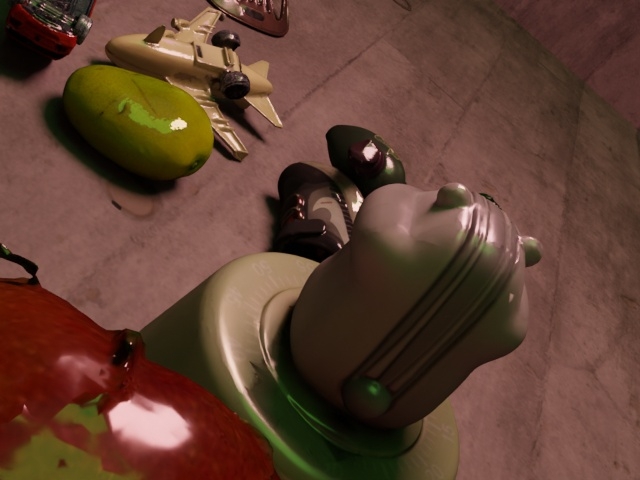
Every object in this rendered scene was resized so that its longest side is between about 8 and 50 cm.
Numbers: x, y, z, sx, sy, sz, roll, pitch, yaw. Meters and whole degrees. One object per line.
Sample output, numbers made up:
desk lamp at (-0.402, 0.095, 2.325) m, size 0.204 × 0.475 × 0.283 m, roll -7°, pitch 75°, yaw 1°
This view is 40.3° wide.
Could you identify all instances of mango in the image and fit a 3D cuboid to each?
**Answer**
mango at (-0.193, -0.121, 0.922) m, size 0.163 × 0.089 × 0.117 m, roll 16°, pitch 45°, yaw -19°

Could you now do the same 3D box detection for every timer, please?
timer at (0.035, 0.083, 0.687) m, size 0.291 × 0.315 × 0.290 m, roll 30°, pitch 30°, yaw -20°

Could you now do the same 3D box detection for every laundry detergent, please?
laundry detergent at (0.055, -0.088, 1.082) m, size 0.144 × 0.078 × 0.222 m, roll 49°, pitch 1°, yaw 18°

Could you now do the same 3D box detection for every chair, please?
chair at (-0.132, -0.500, 1.455) m, size 0.176 × 0.183 × 0.326 m, roll 16°, pitch 83°, yaw -39°

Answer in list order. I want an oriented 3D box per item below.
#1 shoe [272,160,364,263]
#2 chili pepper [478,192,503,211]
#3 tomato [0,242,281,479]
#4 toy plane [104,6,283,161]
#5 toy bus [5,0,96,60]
shoe at (0.000, 0.000, 0.984) m, size 0.112 × 0.099 × 0.227 m, roll -12°, pitch 55°, yaw -40°
chili pepper at (0.241, -0.006, 1.306) m, size 0.098 × 0.061 × 0.224 m, roll 46°, pitch 27°, yaw -7°
tomato at (-0.162, 0.159, 0.390) m, size 0.303 × 0.303 × 0.239 m, roll 38°, pitch 57°, yaw -8°
toy plane at (-0.149, -0.213, 1.083) m, size 0.244 × 0.092 × 0.229 m, roll 14°, pitch 54°, yaw -44°
toy bus at (-0.296, -0.256, 0.959) m, size 0.081 × 0.089 × 0.195 m, roll 27°, pitch 32°, yaw -24°
